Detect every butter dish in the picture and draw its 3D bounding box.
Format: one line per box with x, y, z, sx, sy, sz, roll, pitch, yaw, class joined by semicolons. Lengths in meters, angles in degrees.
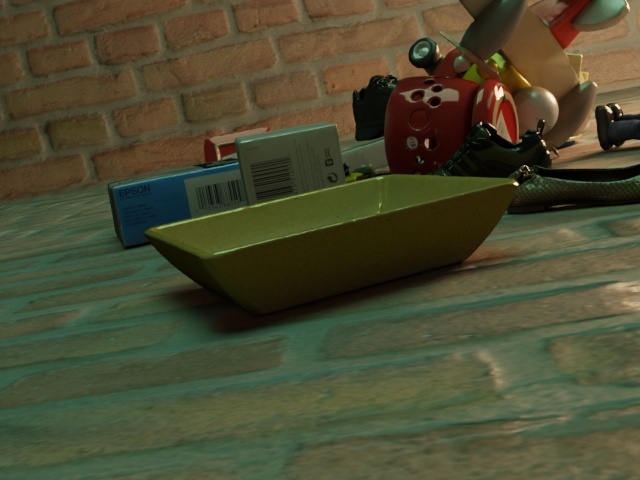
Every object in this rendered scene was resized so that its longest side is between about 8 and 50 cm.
-0.172;-0.159;2.157;0.160;0.160;0.118;-10;-14;-1;butter dish

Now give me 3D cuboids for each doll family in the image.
0.027;-0.097;1.680;0.111;0.076;0.193;-23;9;-37;doll family

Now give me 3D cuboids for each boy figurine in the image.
0.610;-0.209;1.604;0.285;0.092;0.177;-7;6;43;boy figurine

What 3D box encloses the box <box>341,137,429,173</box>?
0.104;-0.176;1.995;0.322;0.058;0.232;-14;7;29;box

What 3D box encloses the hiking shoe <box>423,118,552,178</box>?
0.220;-0.112;1.375;0.227;0.114;0.086;-8;9;19;hiking shoe

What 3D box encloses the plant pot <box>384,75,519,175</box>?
0.217;-0.172;1.530;0.174;0.191;0.191;0;13;28;plant pot

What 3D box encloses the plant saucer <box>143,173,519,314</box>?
0.000;0.000;1.044;0.333;0.080;0.333;-14;10;-18;plant saucer

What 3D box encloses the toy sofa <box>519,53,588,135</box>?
0.497;-0.307;2.097;0.150;0.177;0.362;9;6;17;toy sofa

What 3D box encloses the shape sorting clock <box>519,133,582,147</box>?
0.431;-0.206;1.961;0.206;0.040;0.206;-11;9;2;shape sorting clock

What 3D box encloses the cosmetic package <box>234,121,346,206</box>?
-0.045;-0.098;1.495;0.152;0.151;0.183;-12;10;-5;cosmetic package

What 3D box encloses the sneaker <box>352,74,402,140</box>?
0.156;-0.290;2.000;0.109;0.130;0.286;-19;6;-38;sneaker

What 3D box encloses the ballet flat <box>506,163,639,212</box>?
0.342;-0.076;1.175;0.250;0.058;0.084;-6;11;31;ballet flat

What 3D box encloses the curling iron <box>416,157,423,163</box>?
0.265;-0.162;1.905;0.068;0.035;0.274;-19;10;-23;curling iron

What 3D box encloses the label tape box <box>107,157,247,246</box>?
-0.268;-0.081;1.800;0.249;0.115;0.348;-13;10;-13;label tape box

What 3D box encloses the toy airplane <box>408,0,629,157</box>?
0.364;-0.303;1.665;0.386;0.272;0.384;-3;-35;-16;toy airplane

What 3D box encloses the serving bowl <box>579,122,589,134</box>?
0.544;-0.240;2.078;0.083;0.027;0.083;-10;8;1;serving bowl
